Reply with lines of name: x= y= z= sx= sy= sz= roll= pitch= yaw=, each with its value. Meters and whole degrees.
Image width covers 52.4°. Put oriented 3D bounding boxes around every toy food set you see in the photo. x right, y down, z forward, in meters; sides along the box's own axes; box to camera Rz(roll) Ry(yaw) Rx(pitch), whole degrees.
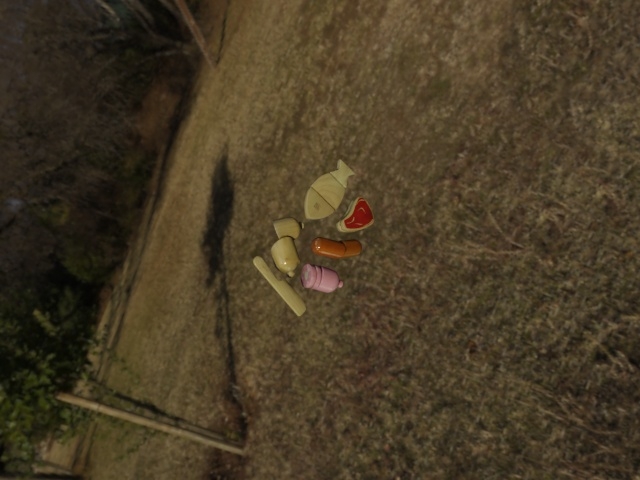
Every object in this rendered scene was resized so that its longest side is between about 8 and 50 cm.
toy food set: x=0.000 y=0.000 z=0.515 sx=0.122 sy=0.078 sz=0.019 roll=-45 pitch=13 yaw=-30
